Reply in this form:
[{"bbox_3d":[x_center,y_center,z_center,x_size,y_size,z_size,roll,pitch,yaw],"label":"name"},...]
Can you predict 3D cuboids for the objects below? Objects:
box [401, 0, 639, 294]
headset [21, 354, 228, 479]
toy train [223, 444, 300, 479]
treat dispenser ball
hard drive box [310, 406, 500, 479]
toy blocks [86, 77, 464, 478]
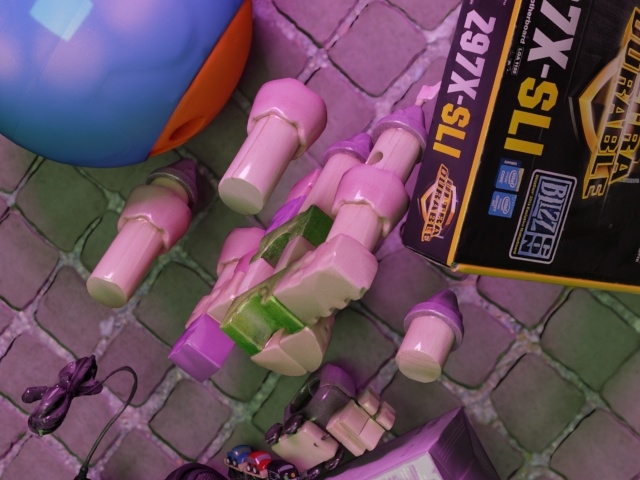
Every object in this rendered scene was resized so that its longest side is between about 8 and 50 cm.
[{"bbox_3d":[0.223,-0.124,1.321,0.079,0.257,0.322,26,104,53],"label":"box"},{"bbox_3d":[-0.188,0.304,1.507,0.243,0.185,0.394,-10,104,16],"label":"headset"},{"bbox_3d":[-0.058,0.223,1.493,0.027,0.158,0.036,-14,95,-25],"label":"toy train"},{"bbox_3d":[-0.204,-0.210,1.409,0.288,0.288,0.288,1,96,16],"label":"treat dispenser ball"},{"bbox_3d":[0.038,0.260,1.442,0.232,0.181,0.089,-28,88,17],"label":"hard drive box"},{"bbox_3d":[0.000,0.000,1.432,0.309,0.260,0.288,42,136,-16],"label":"toy blocks"}]
